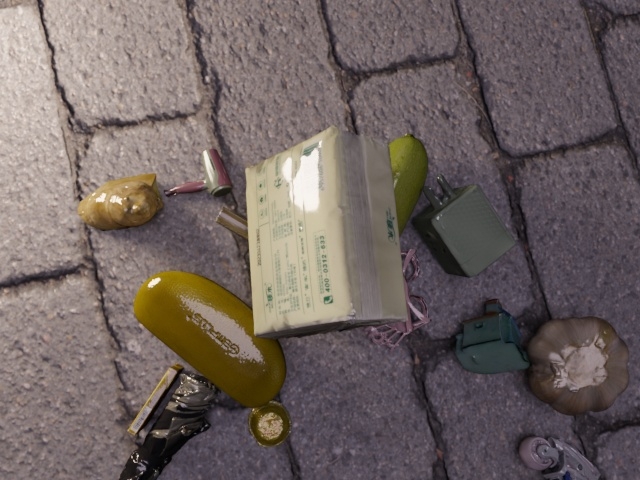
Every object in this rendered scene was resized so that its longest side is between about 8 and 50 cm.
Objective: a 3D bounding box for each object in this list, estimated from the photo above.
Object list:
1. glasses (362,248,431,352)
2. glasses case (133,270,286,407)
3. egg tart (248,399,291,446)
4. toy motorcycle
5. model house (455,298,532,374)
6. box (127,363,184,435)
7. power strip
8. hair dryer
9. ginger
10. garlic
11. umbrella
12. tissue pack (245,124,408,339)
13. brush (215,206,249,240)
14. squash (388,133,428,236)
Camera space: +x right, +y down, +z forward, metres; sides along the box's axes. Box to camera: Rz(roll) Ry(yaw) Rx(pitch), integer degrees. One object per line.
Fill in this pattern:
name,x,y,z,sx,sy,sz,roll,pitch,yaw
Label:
glasses,0.160,0.126,1.253,0.162,0.095,0.256,-11,82,3
glasses case,-0.225,0.198,1.193,0.371,0.141,0.173,39,82,1
egg tart,-0.112,0.410,1.227,0.105,0.039,0.105,1,83,-6
toy motorcycle,0.566,0.516,1.238,0.254,0.112,0.112,33,82,2
model house,0.388,0.210,1.251,0.119,0.148,0.149,49,39,-30
box,-0.354,0.341,1.195,0.022,0.089,0.156,33,81,-1
power strip,0.303,-0.044,1.240,0.139,0.140,0.224,-36,96,-6
hair dryer,-0.292,-0.138,1.278,0.154,0.054,0.106,-24,81,-2
ginger,-0.456,-0.073,1.228,0.193,0.123,0.115,-17,105,0
garlic,0.569,0.277,1.230,0.227,0.152,0.228,0,88,3
umbrella,-0.336,0.450,1.176,0.106,0.113,0.358,32,87,28
tissue pack,0.000,0.000,1.122,0.207,0.297,0.381,11,71,-46
brush,-0.127,0.002,1.279,0.247,0.036,0.043,30,87,-7
squash,0.170,-0.127,1.261,0.132,0.132,0.247,28,83,0
